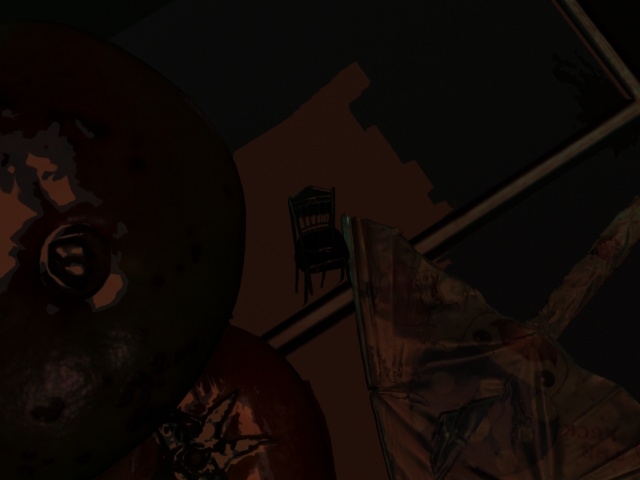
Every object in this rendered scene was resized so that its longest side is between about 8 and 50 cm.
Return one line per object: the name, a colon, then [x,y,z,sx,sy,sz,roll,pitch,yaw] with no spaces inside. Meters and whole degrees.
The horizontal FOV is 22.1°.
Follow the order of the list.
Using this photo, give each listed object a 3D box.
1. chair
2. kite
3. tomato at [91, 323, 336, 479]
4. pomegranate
chair: [0.000,0.001,1.200,0.037,0.042,0.086,-13,39,4]
kite: [0.146,0.084,1.196,0.335,0.011,0.314,35,75,6]
tomato: [-0.091,0.153,1.127,0.225,0.085,0.225,1,70,-4]
pomegranate: [-0.190,0.025,1.046,0.290,0.323,0.291,6,67,-14]
